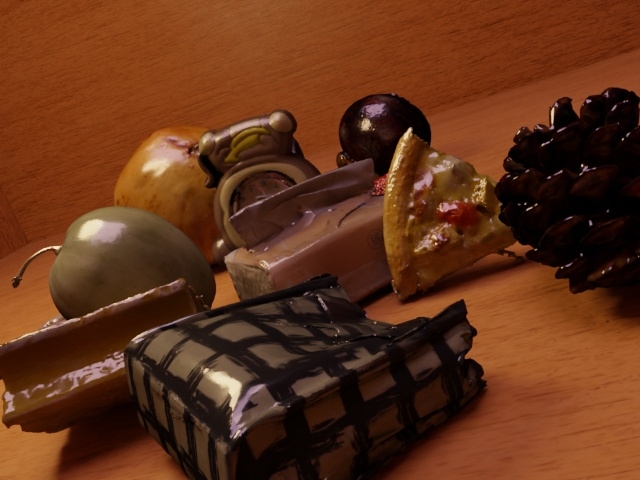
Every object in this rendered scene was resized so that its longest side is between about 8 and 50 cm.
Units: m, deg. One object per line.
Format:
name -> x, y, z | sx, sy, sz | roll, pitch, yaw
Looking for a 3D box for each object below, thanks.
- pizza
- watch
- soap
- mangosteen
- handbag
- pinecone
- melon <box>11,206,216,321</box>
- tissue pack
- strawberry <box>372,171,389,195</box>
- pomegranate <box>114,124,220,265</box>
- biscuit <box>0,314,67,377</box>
pizza -> 0.242, -0.053, 0.983 | 0.287, 0.280, 0.075 | -6, -6, 6
watch -> -0.101, -0.113, 1.381 | 0.314, 0.335, 0.327 | -18, 9, 6
soap -> -0.301, 0.172, 0.924 | 0.281, 0.143, 0.259 | -23, -13, -7
mangosteen -> 0.193, -0.299, 1.862 | 0.297, 0.293, 0.297 | 1, -3, 0
handbag -> -0.025, 0.157, 0.712 | 0.327, 0.162, 0.325 | -19, 16, -31
pinecone -> 0.380, -0.070, 0.802 | 0.298, 0.242, 0.296 | -15, 42, -28
melon -> -0.348, 0.071, 1.133 | 0.272, 0.308, 0.272 | -33, 29, 21
tissue pack -> 0.000, 0.000, 1.086 | 0.305, 0.238, 0.238 | -26, 16, -23
strawberry -> 0.188, -0.143, 1.639 | 0.188, 0.082, 0.121 | -11, 20, 19
pomegranate -> -0.346, -0.097, 1.634 | 0.410, 0.410, 0.410 | -18, 15, 5
biscuit -> -0.531, 0.216, 1.280 | 0.432, 0.064, 0.283 | -5, 20, 43
